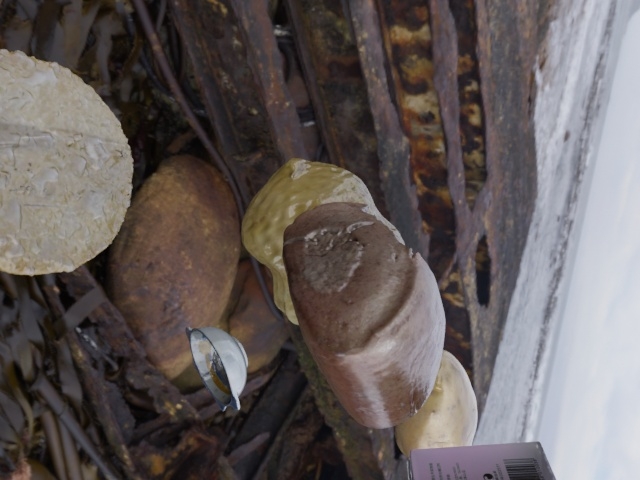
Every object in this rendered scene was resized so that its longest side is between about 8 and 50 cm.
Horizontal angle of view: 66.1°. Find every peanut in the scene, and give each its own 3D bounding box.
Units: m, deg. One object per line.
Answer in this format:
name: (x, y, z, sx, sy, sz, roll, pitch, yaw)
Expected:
peanut: (0.000, 0.000, 0.675, 0.233, 0.196, 0.110, 59, 2, -5)

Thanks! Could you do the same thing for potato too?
potato: (0.184, 0.287, 0.805, 0.161, 0.128, 0.235, -56, 140, -32)

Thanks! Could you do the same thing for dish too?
dish: (-0.242, 0.300, 1.225, 0.086, 0.228, 0.236, -22, 79, -34)

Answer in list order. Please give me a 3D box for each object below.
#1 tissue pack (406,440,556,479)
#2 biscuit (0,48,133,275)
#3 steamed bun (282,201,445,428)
tissue pack: (0.166, 0.315, 0.452, 0.246, 0.148, 0.093, -83, 166, -63)
biscuit: (-0.272, -0.074, 0.484, 0.219, 0.033, 0.220, 8, 81, -63)
steamed bun: (0.038, 0.056, 0.408, 0.175, 0.106, 0.145, -114, 180, -50)
